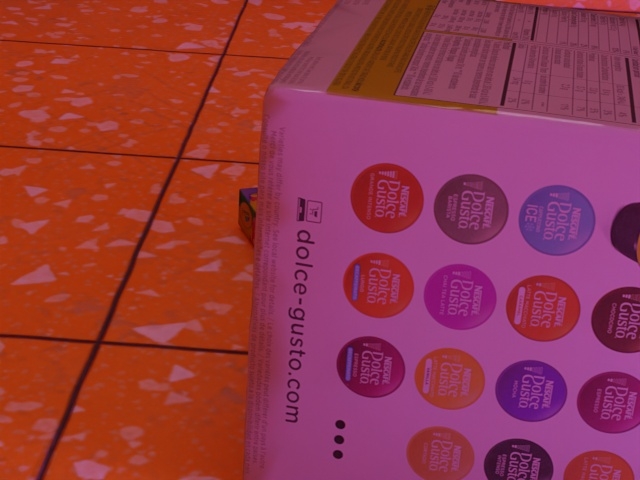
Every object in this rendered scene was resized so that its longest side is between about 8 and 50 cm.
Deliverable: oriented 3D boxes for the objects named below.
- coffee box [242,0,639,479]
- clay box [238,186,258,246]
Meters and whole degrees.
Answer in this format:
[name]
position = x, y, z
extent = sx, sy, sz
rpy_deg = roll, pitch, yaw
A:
[coffee box]
position = 0.142, 0.004, 1.005
extent = 0.334, 0.337, 0.338
rpy_deg = 8, 24, 8
[clay box]
position = 0.000, 0.000, 1.337
extent = 0.127, 0.053, 0.222
rpy_deg = -6, 25, -19
